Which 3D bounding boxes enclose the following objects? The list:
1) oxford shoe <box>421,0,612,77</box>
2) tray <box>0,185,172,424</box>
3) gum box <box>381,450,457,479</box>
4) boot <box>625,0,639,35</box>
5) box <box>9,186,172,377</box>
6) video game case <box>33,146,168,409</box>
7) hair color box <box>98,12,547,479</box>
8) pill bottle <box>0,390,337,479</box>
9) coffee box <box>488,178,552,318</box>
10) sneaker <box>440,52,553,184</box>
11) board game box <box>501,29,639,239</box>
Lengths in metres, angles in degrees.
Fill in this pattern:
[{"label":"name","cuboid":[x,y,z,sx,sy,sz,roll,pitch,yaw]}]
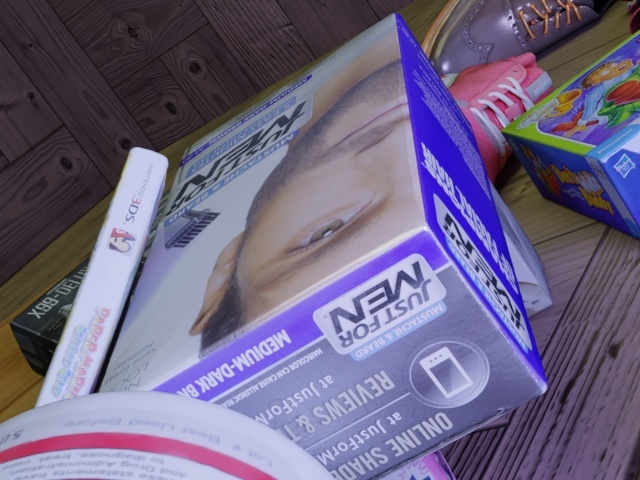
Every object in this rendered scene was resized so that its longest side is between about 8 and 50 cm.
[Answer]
[{"label":"oxford shoe","cuboid":[0.286,-0.315,1.473,0.363,0.130,0.133,-39,20,-14]},{"label":"tray","cuboid":[-0.221,0.085,1.258,0.203,0.076,0.411,25,56,40]},{"label":"gum box","cuboid":[-0.010,0.160,0.612,0.188,0.107,0.062,-34,15,7]},{"label":"boot","cuboid":[0.374,-0.288,1.256,0.176,0.088,0.244,-41,18,-17]},{"label":"box","cuboid":[-0.123,0.046,1.122,0.242,0.076,0.307,14,45,37]},{"label":"video game case","cuboid":[-0.142,0.088,0.640,0.227,0.026,0.206,119,167,-57]},{"label":"hair color box","cuboid":[0.000,0.000,0.626,0.185,0.110,0.339,-31,23,15]},{"label":"pill bottle","cuboid":[-0.082,0.226,0.310,0.229,0.229,0.408,-33,14,11]},{"label":"coffee box","cuboid":[0.033,0.039,0.847,0.246,0.141,0.098,-31,15,16]},{"label":"sneaker","cuboid":[0.176,-0.138,1.156,0.136,0.116,0.314,-28,15,22]},{"label":"board game box","cuboid":[0.336,-0.146,0.876,0.347,0.078,0.233,-36,14,-1]}]
